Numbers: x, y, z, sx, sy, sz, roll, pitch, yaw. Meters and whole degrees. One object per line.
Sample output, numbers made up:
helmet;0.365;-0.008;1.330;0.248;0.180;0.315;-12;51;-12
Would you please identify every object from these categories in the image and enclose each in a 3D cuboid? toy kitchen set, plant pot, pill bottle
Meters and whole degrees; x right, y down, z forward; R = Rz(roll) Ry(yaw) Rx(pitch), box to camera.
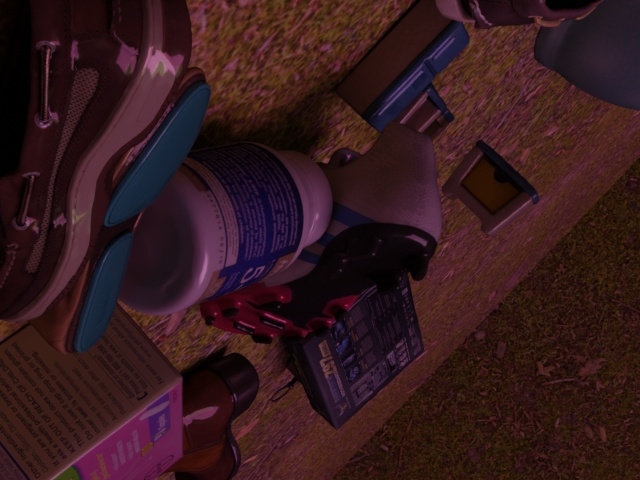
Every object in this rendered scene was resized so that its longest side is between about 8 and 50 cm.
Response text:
toy kitchen set;0.137;-0.107;0.968;0.122;0.166;0.207;-46;164;8
plant pot;0.431;-0.268;1.232;0.293;0.196;0.293;-40;162;-15
pill bottle;-0.074;-0.017;0.782;0.187;0.112;0.112;-19;150;-55

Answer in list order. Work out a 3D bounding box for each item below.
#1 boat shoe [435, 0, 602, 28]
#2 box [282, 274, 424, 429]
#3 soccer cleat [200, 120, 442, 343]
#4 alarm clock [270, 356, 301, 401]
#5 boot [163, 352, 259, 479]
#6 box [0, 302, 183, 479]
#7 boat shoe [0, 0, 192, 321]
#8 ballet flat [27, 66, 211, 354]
boat shoe;0.227;-0.252;0.907;0.324;0.097;0.116;-26;126;-45
box;0.049;0.135;1.422;0.183;0.059;0.232;-41;143;-17
soccer cleat;0.000;0.000;0.962;0.116;0.143;0.331;22;151;-29
alarm clock;0.001;0.179;1.535;0.192;0.064;0.129;-40;163;-6
boot;-0.209;0.280;1.214;0.280;0.096;0.264;-29;158;-41
box;-0.243;0.185;0.860;0.243;0.117;0.213;-37;162;-24
boat shoe;-0.166;-0.049;0.563;0.095;0.095;0.257;3;136;-37
ballet flat;-0.147;-0.024;0.661;0.232;0.073;0.080;-60;170;27
